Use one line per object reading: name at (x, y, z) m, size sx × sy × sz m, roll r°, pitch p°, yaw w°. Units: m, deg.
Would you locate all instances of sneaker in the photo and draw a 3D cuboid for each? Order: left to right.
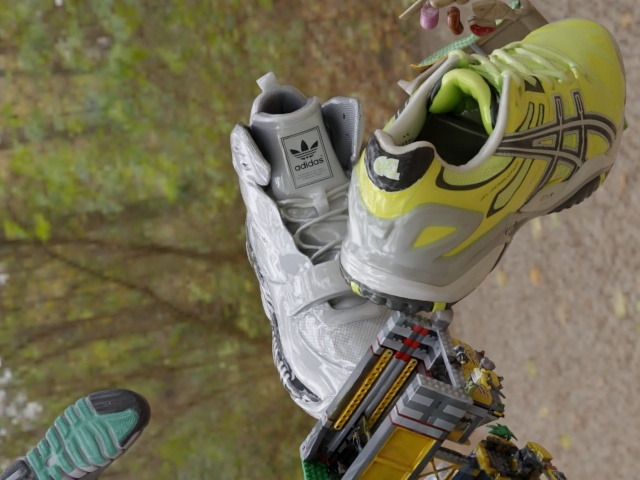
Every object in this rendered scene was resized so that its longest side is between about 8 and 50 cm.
sneaker at (-0.275, 0.247, 1.579) m, size 0.083 × 0.224 × 0.098 m, roll 62°, pitch -163°, yaw 23°
sneaker at (0.000, 0.000, 1.235) m, size 0.366 × 0.137 × 0.210 m, roll -116°, pitch 14°, yaw -52°
sneaker at (0.157, -0.096, 1.116) m, size 0.384 × 0.145 × 0.147 m, roll -47°, pitch -30°, yaw -40°

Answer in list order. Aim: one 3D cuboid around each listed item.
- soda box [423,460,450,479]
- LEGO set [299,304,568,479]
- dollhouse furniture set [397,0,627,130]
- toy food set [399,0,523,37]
soda box at (0.205, 0.392, 1.741) m, size 0.091 × 0.098 × 0.286 m, roll 46°, pitch 180°, yaw 41°
LEGO set at (0.128, 0.199, 1.019) m, size 0.192 × 0.255 × 0.331 m, roll -57°, pitch 16°, yaw 26°
dollhouse furniture set at (0.244, -0.221, 1.792) m, size 0.301 × 0.198 × 0.151 m, roll 36°, pitch -154°, yaw -42°
toy food set at (0.146, -0.244, 1.434) m, size 0.078 × 0.122 × 0.019 m, roll -36°, pitch 54°, yaw 45°
